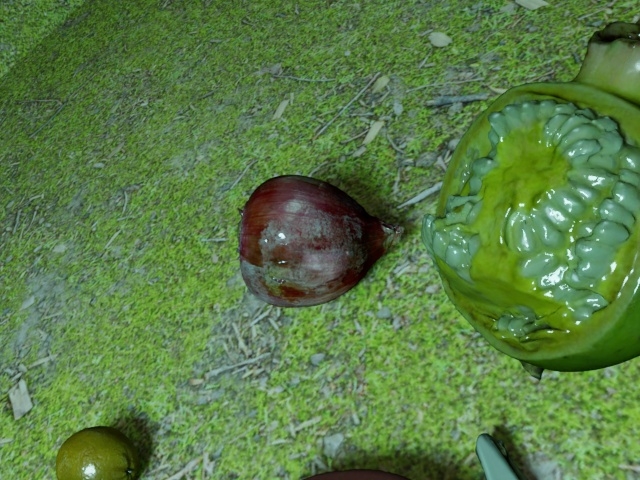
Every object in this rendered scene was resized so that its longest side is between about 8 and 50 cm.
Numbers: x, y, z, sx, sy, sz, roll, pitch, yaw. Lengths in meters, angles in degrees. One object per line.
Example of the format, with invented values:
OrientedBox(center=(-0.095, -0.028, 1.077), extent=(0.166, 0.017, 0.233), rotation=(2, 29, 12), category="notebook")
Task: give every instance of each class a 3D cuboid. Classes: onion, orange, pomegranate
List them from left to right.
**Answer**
OrientedBox(center=(-0.245, 0.249, 0.792), extent=(0.095, 0.085, 0.085), rotation=(6, 56, 31), category="orange")
OrientedBox(center=(0.000, 0.000, 0.822), extent=(0.194, 0.160, 0.160), rotation=(0, 49, 5), category="onion")
OrientedBox(center=(0.232, -0.044, 0.618), extent=(0.260, 0.260, 0.341), rotation=(43, 111, 47), category="pomegranate")

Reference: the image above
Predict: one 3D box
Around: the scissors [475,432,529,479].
OrientedBox(center=(0.190, 0.268, 0.535), extent=(0.138, 0.041, 0.289), rotation=(-30, 47, 3), category="scissors")

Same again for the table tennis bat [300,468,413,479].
OrientedBox(center=(0.033, 0.306, 0.485), extent=(0.268, 0.051, 0.414), rotation=(-40, 30, -16), category="table tennis bat")
